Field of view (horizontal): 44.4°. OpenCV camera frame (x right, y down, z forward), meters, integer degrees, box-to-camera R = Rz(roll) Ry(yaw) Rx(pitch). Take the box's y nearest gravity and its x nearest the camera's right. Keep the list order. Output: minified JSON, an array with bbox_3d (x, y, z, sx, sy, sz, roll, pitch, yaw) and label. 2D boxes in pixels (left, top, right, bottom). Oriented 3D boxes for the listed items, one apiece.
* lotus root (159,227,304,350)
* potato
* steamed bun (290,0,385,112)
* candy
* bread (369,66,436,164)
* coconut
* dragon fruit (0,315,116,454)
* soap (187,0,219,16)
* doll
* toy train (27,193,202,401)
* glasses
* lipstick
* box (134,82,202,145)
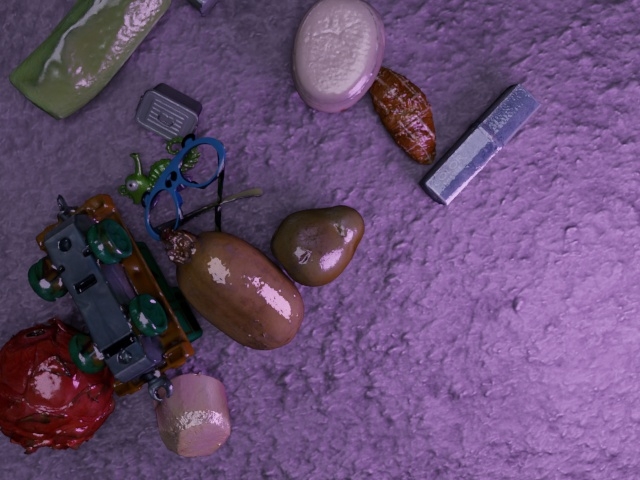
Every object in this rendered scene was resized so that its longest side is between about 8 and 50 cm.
[{"bbox_3d":[-0.170,0.086,1.515,0.169,0.151,0.343,-43,120,8],"label":"lotus root"},{"bbox_3d":[0.000,0.000,1.562,0.194,0.157,0.157,-34,97,-11],"label":"potato"},{"bbox_3d":[0.034,-0.364,1.548,0.177,0.131,0.228,15,94,3],"label":"steamed bun"},{"bbox_3d":[-0.438,-0.390,1.505,0.343,0.132,0.142,-48,140,0],"label":"candy"},{"bbox_3d":[0.177,-0.258,1.600,0.105,0.076,0.233,-31,98,-2],"label":"bread"},{"bbox_3d":[-0.253,0.337,1.561,0.147,0.152,0.147,-10,136,-10],"label":"coconut"},{"bbox_3d":[-0.507,0.280,1.484,0.241,0.241,0.252,-31,94,-3],"label":"dragon fruit"},{"bbox_3d":[-0.283,-0.527,1.511,0.198,0.114,0.063,41,89,-6],"label":"soap"},{"bbox_3d":[-0.318,-0.137,1.547,0.190,0.050,0.115,-28,118,13],"label":"doll"},{"bbox_3d":[-0.372,0.101,1.484,0.178,0.249,0.429,-31,83,14],"label":"toy train"},{"bbox_3d":[-0.214,-0.079,1.523,0.207,0.102,0.239,25,115,-30],"label":"glasses"},{"bbox_3d":[0.325,-0.196,1.618,0.077,0.076,0.289,44,88,-9],"label":"lipstick"},{"bbox_3d":[-0.293,-0.252,1.539,0.122,0.069,0.084,28,123,-8],"label":"box"}]
